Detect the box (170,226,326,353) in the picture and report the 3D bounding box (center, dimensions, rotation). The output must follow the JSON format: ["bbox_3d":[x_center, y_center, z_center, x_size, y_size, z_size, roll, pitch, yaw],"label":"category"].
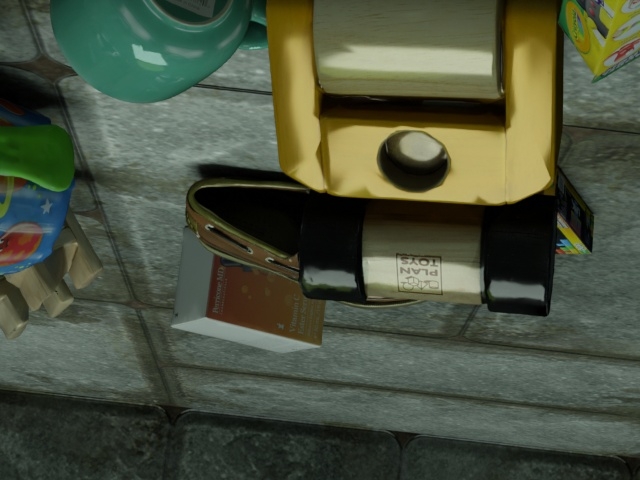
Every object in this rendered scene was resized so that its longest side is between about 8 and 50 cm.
[{"bbox_3d":[-0.084,0.058,1.941,0.170,0.130,0.091,15,163,-32],"label":"box"}]

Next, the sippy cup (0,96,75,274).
[{"bbox_3d":[-0.368,-0.058,1.498,0.224,0.240,0.305,8,-157,-49],"label":"sippy cup"}]

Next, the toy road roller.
[{"bbox_3d":[0.089,-0.111,1.221,0.202,0.241,0.330,3,127,12],"label":"toy road roller"}]

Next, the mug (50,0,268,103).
[{"bbox_3d":[-0.104,-0.177,1.117,0.157,0.129,0.097,-32,-175,-32],"label":"mug"}]

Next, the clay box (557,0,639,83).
[{"bbox_3d":[0.217,-0.181,0.972,0.127,0.053,0.222,-31,166,-6],"label":"clay box"}]

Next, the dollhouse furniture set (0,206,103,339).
[{"bbox_3d":[-0.510,0.050,1.812,0.362,0.256,0.394,-28,175,-29],"label":"dollhouse furniture set"}]

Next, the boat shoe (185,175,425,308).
[{"bbox_3d":[0.000,0.000,1.697,0.307,0.111,0.104,9,164,8],"label":"boat shoe"}]

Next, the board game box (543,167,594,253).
[{"bbox_3d":[0.202,-0.029,1.663,0.141,0.048,0.170,-2,163,23],"label":"board game box"}]
